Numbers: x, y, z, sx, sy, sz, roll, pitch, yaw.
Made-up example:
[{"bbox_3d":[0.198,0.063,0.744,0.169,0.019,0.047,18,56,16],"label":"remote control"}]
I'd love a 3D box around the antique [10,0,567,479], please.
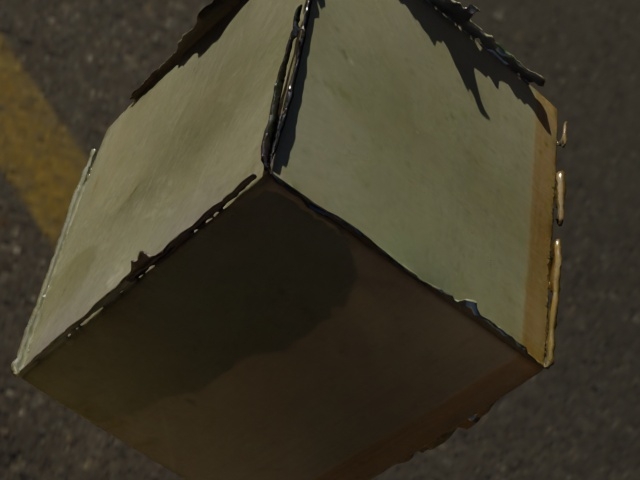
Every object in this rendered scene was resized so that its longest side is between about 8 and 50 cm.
[{"bbox_3d":[0.000,0.000,0.623,0.148,0.152,0.146,36,40,-21],"label":"antique"}]
